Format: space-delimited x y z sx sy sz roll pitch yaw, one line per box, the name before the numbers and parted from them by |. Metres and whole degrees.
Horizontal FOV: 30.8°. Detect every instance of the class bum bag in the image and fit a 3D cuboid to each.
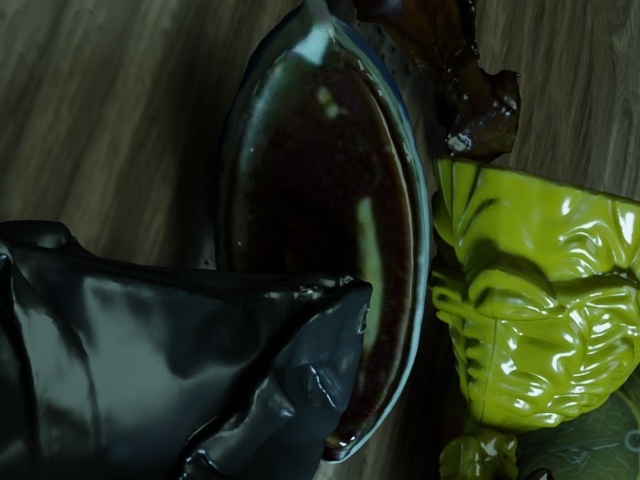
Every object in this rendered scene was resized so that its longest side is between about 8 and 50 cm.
bum bag | -0.076 0.059 0.502 0.248 0.060 0.123 8 89 -34

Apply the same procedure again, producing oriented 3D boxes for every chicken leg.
chicken leg | 0.074 -0.145 0.770 0.113 0.093 0.304 -55 146 -17

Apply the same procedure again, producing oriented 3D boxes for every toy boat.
toy boat | 0.000 0.000 0.633 0.115 0.114 0.262 -112 -161 -80

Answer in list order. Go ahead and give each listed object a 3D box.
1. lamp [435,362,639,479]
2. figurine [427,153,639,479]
lamp | 0.221 0.141 0.857 0.284 0.250 0.250 10 82 -61
figurine | 0.108 0.122 0.672 0.187 0.168 0.315 -53 157 -86
